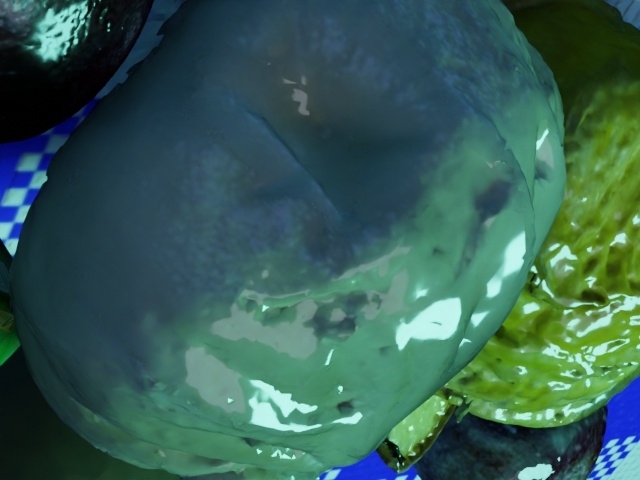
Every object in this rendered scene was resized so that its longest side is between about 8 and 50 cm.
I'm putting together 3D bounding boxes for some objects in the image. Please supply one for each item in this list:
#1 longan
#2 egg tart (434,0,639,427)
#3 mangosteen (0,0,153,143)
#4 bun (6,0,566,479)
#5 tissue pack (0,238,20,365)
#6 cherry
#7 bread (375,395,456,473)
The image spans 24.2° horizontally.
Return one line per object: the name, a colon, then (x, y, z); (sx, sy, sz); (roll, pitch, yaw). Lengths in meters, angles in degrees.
longan: (-0.195, 0.160, 1.062); (0.220, 0.196, 0.196); (-45, 145, 15)
egg tart: (0.185, -0.016, 1.067); (0.352, 0.153, 0.339); (33, 84, -27)
mangosteen: (-0.165, -0.154, 0.685); (0.216, 0.216, 0.216); (-22, 145, -17)
bun: (0.000, 0.000, 0.816); (0.359, 0.211, 0.359); (-48, 172, -9)
tissue pack: (-0.295, 0.019, 0.832); (0.156, 0.148, 0.209); (-44, 146, 11)
cherry: (0.175, 0.176, 1.414); (0.195, 0.195, 0.195); (-22, 145, -17)
bread: (0.074, 0.041, 1.180); (0.260, 0.134, 0.129); (-56, 133, -16)
